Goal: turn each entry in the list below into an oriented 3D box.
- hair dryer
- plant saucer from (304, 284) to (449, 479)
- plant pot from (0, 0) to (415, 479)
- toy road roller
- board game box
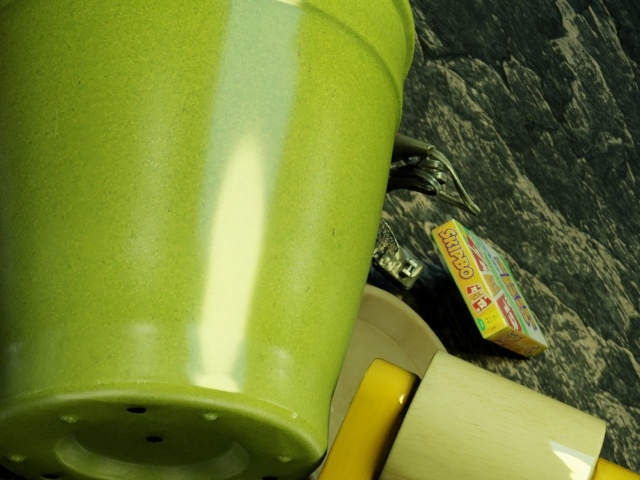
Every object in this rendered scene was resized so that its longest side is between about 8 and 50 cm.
[{"bbox_3d":[0.038,-0.103,1.344,0.293,0.224,0.080,45,58,10],"label":"hair dryer"},{"bbox_3d":[0.056,0.175,1.230,0.278,0.041,0.278,30,48,-40],"label":"plant saucer"},{"bbox_3d":[-0.111,-0.004,0.996,0.366,0.366,0.353,23,55,-37],"label":"plant pot"},{"bbox_3d":[0.084,0.250,1.000,0.202,0.330,0.240,23,4,8],"label":"toy road roller"},{"bbox_3d":[0.189,0.059,1.462,0.124,0.039,0.259,65,11,17],"label":"board game box"}]
